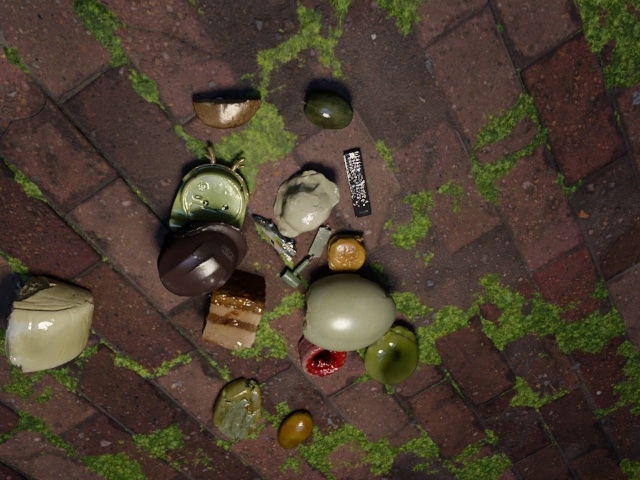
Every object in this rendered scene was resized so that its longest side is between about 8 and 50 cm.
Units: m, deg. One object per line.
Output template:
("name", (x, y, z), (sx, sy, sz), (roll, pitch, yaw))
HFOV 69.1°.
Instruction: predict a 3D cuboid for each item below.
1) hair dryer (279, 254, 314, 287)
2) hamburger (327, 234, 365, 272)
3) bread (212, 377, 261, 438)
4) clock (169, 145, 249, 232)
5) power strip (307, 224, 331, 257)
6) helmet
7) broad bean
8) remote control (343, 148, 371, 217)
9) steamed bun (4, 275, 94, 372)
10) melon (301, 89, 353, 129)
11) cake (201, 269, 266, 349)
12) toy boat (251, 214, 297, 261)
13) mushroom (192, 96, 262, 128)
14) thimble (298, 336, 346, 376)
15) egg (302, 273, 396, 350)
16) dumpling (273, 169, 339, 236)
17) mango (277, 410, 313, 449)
("hair dryer", (-0.075, 0.103, 1.694), (0.071, 0.047, 0.150), (39, 108, -22))
("hamburger", (0.094, 0.047, 1.676), (0.137, 0.083, 0.147), (1, 119, -13))
("bread", (-0.334, 0.681, 1.900), (0.185, 0.124, 0.257), (15, 111, -14))
("clock", (-0.348, -0.144, 1.513), (0.234, 0.096, 0.308), (16, 111, -14))
("power strip", (0.000, 0.000, 1.673), (0.050, 0.019, 0.136), (18, 112, -14))
("helmet", (-0.387, 0.072, 1.475), (0.305, 0.177, 0.225), (-19, 129, 25))
("broad bean", (0.290, 0.466, 1.887), (0.237, 0.119, 0.291), (-13, 120, -12))
("remote control", (0.127, -0.192, 1.595), (0.063, 0.025, 0.245), (-13, 117, 0))
("steamed bun", (-0.922, 0.297, 1.553), (0.273, 0.272, 0.291), (8, 118, -12))
("melon", (0.020, -0.401, 1.429), (0.167, 0.114, 0.114), (14, 113, -17))
("cake", (-0.323, 0.268, 1.664), (0.196, 0.199, 0.293), (15, 114, -17))
("toy boat", (-0.160, -0.016, 1.618), (0.210, 0.084, 0.066), (43, 99, -14))
("mushroom", (-0.282, -0.390, 1.416), (0.209, 0.072, 0.094), (-2, 125, -7))
("thimble", (0.007, 0.439, 1.830), (0.189, 0.125, 0.163), (-39, 117, 11))
("egg", (0.102, 0.257, 1.669), (0.335, 0.278, 0.279), (2, 115, -7))
("dumpling", (-0.061, -0.124, 1.547), (0.258, 0.147, 0.193), (-45, 83, 20))
("mango", (-0.115, 0.834, 2.024), (0.136, 0.099, 0.228), (17, 121, -23))
